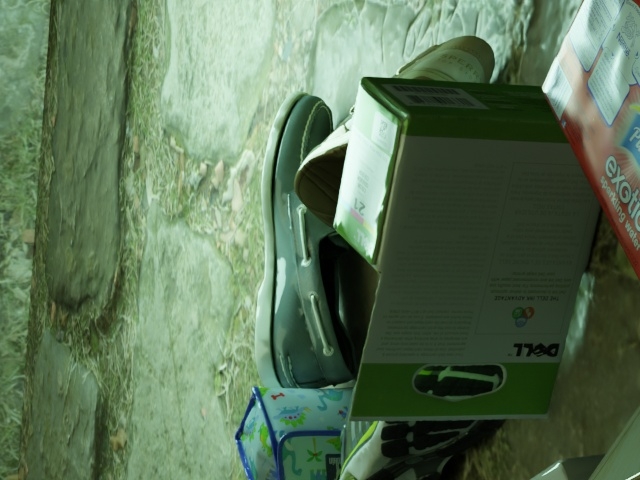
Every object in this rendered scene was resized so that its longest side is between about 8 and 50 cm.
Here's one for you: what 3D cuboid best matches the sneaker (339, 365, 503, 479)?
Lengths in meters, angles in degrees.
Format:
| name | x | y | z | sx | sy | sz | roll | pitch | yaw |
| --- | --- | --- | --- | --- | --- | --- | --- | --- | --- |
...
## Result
| name | x | y | z | sx | sy | sz | roll | pitch | yaw |
| --- | --- | --- | --- | --- | --- | --- | --- | --- | --- |
| sneaker | 0.079 | 0.139 | 1.553 | 0.300 | 0.111 | 0.121 | 123 | 147 | -47 |

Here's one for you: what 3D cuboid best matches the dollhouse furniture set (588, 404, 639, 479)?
| name | x | y | z | sx | sy | sz | roll | pitch | yaw |
| --- | --- | --- | --- | --- | --- | --- | --- | --- | --- |
| dollhouse furniture set | 0.327 | 0.214 | 0.966 | 0.355 | 0.174 | 0.303 | 49 | 131 | -1 |

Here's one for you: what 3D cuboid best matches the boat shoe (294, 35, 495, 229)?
| name | x | y | z | sx | sy | sz | roll | pitch | yaw |
| --- | --- | --- | --- | --- | --- | --- | --- | --- | --- |
| boat shoe | 0.071 | -0.094 | 1.616 | 0.098 | 0.109 | 0.302 | -54 | 5 | -31 |

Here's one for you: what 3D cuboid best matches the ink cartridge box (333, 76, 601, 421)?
| name | x | y | z | sx | sy | sz | roll | pitch | yaw |
| --- | --- | --- | --- | --- | --- | --- | --- | --- | --- |
| ink cartridge box | 0.108 | 0.010 | 1.380 | 0.097 | 0.189 | 0.255 | -133 | 49 | -58 |

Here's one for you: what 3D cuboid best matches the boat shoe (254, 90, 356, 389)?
| name | x | y | z | sx | sy | sz | roll | pitch | yaw |
| --- | --- | --- | --- | --- | --- | --- | --- | --- | --- |
| boat shoe | 0.000 | 0.000 | 1.804 | 0.099 | 0.116 | 0.319 | -2 | 76 | 24 |

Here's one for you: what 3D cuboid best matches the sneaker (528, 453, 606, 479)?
| name | x | y | z | sx | sy | sz | roll | pitch | yaw |
| --- | --- | --- | --- | --- | --- | --- | --- | --- | --- |
| sneaker | 0.199 | 0.294 | 1.252 | 0.315 | 0.127 | 0.182 | 108 | 149 | -48 |

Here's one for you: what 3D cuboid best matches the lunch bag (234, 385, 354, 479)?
| name | x | y | z | sx | sy | sz | roll | pitch | yaw |
| --- | --- | --- | --- | --- | --- | --- | --- | --- | --- |
| lunch bag | 0.000 | 0.216 | 1.701 | 0.151 | 0.129 | 0.096 | -112 | 32 | -45 |

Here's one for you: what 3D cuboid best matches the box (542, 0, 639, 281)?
| name | x | y | z | sx | sy | sz | roll | pitch | yaw |
| --- | --- | --- | --- | --- | --- | --- | --- | --- | --- |
| box | 0.256 | -0.061 | 1.120 | 0.257 | 0.122 | 0.128 | -109 | 30 | -42 |
